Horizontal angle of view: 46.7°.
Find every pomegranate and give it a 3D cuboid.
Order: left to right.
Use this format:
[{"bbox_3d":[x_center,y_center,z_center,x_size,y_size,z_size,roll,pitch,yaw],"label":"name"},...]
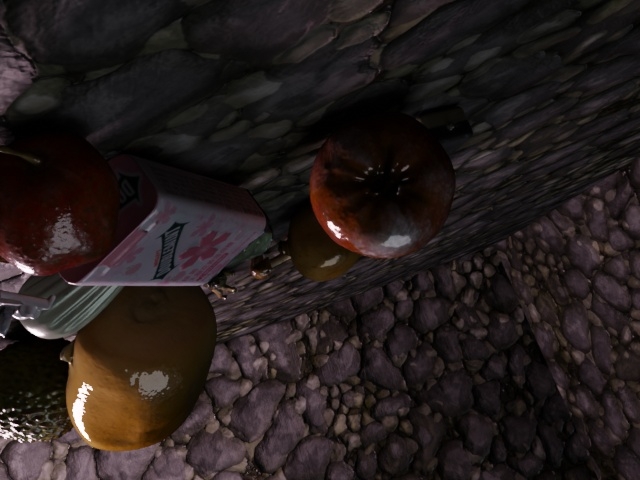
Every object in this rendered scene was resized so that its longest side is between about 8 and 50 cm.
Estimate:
[{"bbox_3d":[0.000,0.000,1.609,0.196,0.196,0.196,-21,169,-4],"label":"pomegranate"}]

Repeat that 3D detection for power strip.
[{"bbox_3d":[0.180,-0.168,1.394,0.105,0.070,0.256,-19,171,-27],"label":"power strip"}]

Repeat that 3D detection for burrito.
[{"bbox_3d":[-0.205,0.015,1.488,0.228,0.089,0.144,-13,164,-46],"label":"burrito"}]

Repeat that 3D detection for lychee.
[{"bbox_3d":[-0.664,0.349,1.763,0.269,0.270,0.320,-25,151,17],"label":"lychee"}]

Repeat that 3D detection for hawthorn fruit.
[{"bbox_3d":[-0.303,-0.059,0.828,0.162,0.163,0.204,-17,150,-24],"label":"hawthorn fruit"},{"bbox_3d":[0.090,-0.098,1.195,0.231,0.263,0.235,5,114,-27],"label":"hawthorn fruit"}]

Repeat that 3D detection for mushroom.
[{"bbox_3d":[-0.103,0.040,1.925,0.187,0.061,0.060,-30,-173,-23],"label":"mushroom"}]

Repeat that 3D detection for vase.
[{"bbox_3d":[-0.403,0.067,1.275,0.248,0.128,0.128,-34,166,14],"label":"vase"}]

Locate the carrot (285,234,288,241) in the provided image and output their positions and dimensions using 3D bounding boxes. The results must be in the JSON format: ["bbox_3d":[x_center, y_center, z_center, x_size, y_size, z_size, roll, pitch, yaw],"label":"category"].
[{"bbox_3d":[0.018,-0.022,1.835,0.247,0.059,0.059,-18,169,-33],"label":"carrot"}]

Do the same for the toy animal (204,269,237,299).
[{"bbox_3d":[-0.254,0.112,1.926,0.086,0.069,0.220,0,164,2],"label":"toy animal"}]

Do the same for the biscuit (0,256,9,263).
[{"bbox_3d":[-0.405,-0.013,1.102,0.187,0.027,0.188,-23,169,-5],"label":"biscuit"}]

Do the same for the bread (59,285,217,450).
[{"bbox_3d":[-0.383,0.278,1.650,0.348,0.252,0.376,-46,166,-51],"label":"bread"}]

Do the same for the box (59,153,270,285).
[{"bbox_3d":[-0.233,-0.019,1.141,0.190,0.112,0.369,-39,166,12],"label":"box"}]

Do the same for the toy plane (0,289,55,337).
[{"bbox_3d":[-0.502,0.069,1.045,0.244,0.118,0.245,8,169,2],"label":"toy plane"}]
